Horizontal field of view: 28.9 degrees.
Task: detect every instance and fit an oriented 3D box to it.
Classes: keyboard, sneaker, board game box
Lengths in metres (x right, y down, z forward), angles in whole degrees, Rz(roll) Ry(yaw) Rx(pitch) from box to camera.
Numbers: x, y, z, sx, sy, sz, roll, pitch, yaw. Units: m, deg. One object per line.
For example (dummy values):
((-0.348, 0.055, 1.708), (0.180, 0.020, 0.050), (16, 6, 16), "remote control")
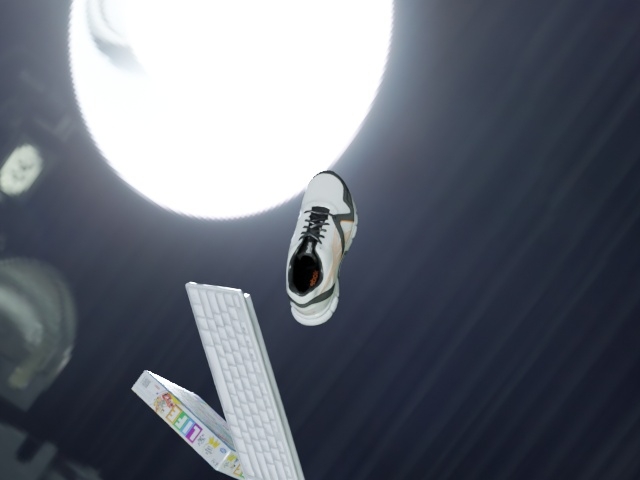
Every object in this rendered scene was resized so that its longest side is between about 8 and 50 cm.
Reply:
((-0.049, 0.152, 0.978), (0.072, 0.256, 0.014), (2, -156, 44), "keyboard")
((0.000, 0.000, 0.829), (0.040, 0.109, 0.044), (1, 157, 13), "sneaker")
((-0.122, 0.204, 1.329), (0.154, 0.026, 0.103), (36, 179, 38), "board game box")
